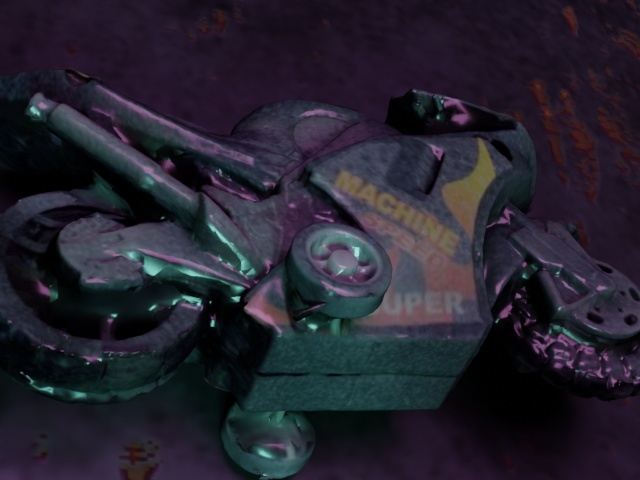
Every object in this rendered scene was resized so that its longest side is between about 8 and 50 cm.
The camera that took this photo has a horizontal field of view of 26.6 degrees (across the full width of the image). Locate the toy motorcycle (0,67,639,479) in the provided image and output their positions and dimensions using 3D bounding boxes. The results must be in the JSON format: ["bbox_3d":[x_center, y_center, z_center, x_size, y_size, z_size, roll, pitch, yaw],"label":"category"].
[{"bbox_3d":[0.000,0.000,0.575,0.307,0.108,0.173,5,44,-22],"label":"toy motorcycle"}]
